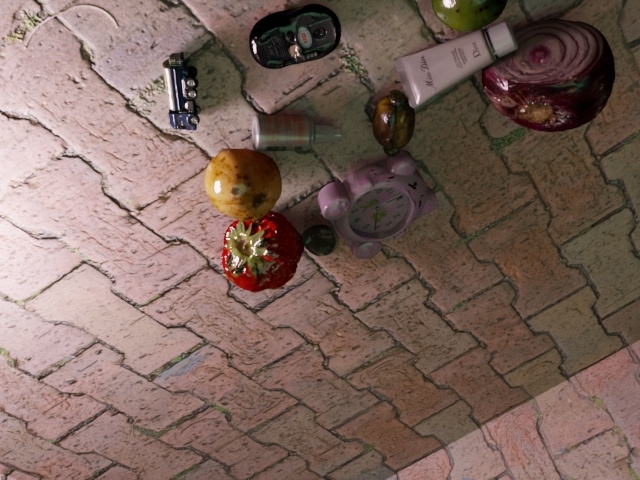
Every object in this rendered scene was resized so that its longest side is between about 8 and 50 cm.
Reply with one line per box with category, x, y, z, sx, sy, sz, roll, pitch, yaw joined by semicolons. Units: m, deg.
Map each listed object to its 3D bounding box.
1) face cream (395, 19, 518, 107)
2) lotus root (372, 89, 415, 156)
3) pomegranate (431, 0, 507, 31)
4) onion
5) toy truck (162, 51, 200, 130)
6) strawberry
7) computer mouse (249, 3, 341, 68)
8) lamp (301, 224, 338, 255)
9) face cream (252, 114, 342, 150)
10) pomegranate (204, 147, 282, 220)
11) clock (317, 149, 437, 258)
face cream;0.361;-0.477;1.762;0.314;0.143;0.089;-21;178;25
lotus root;0.208;-0.331;1.891;0.120;0.120;0.210;-7;132;-9
pomegranate;0.382;-0.612;1.662;0.202;0.202;0.248;-36;160;16
onion;0.617;-0.429;1.804;0.336;0.282;0.260;-1;150;26
toy truck;-0.359;-0.381;1.717;0.088;0.074;0.202;-3;131;-6
strawberry;-0.166;0.038;2.041;0.257;0.257;0.277;-35;149;16
computer mouse;-0.065;-0.516;1.667;0.233;0.096;0.137;-14;128;3
lamp;0.000;0.000;2.076;0.101;0.101;0.250;-36;169;16
face cream;-0.061;-0.299;1.852;0.251;0.101;0.101;-2;131;-14
pomegranate;-0.219;-0.166;1.864;0.215;0.215;0.215;-8;132;-9
clock;0.182;-0.115;2.070;0.322;0.113;0.295;-30;131;10
